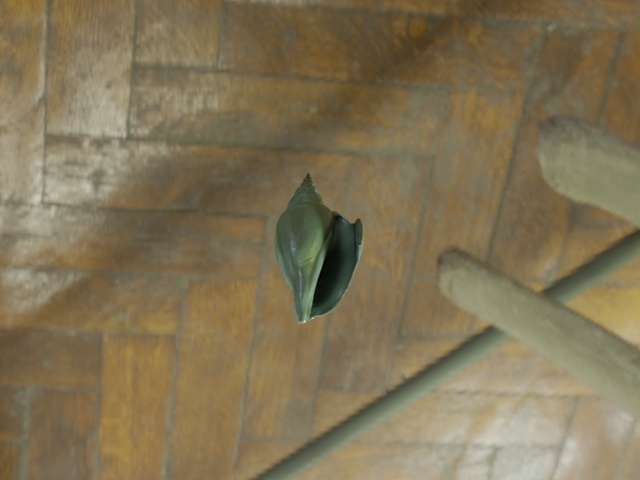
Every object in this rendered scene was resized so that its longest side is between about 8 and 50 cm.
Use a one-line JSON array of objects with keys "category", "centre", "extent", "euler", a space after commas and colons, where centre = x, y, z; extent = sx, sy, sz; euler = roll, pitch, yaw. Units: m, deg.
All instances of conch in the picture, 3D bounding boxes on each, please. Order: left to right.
[{"category": "conch", "centre": [-0.002, 0.004, 1.346], "extent": [0.088, 0.180, 0.065], "euler": [-2, 147, -3]}]
